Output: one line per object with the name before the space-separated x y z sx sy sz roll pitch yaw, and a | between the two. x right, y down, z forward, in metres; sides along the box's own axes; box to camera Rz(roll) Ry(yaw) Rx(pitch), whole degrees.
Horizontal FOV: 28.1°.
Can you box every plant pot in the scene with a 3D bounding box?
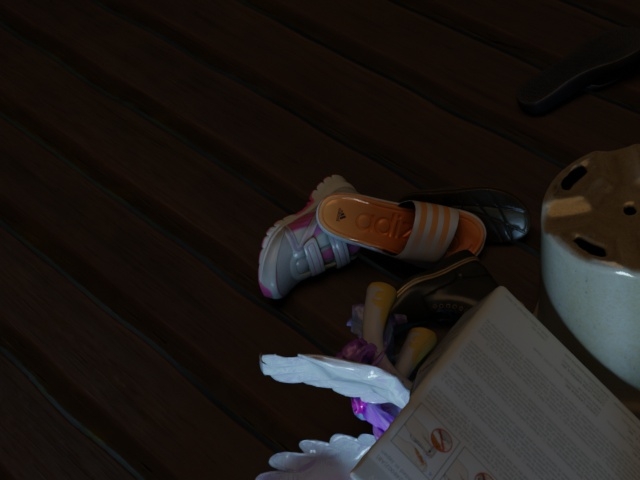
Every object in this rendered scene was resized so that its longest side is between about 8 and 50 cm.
plant pot | 0.421 0.051 1.698 0.333 0.305 0.334 -9 46 9

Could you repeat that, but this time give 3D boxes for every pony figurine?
pony figurine | 0.102 0.217 1.697 0.351 0.303 0.363 7 41 8

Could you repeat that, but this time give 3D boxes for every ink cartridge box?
ink cartridge box | 0.221 0.276 1.530 0.308 0.091 0.385 45 49 1

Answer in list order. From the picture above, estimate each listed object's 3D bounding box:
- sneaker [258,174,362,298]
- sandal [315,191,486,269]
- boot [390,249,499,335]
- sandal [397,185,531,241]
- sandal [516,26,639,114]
sneaker | 0.000 0.000 2.022 0.111 0.103 0.252 22 59 35
sandal | 0.123 -0.014 1.950 0.265 0.076 0.102 10 90 -2
boot | 0.189 0.107 1.888 0.198 0.077 0.137 -35 53 -13
sandal | 0.229 -0.048 2.023 0.219 0.090 0.060 1 21 30
sandal | 0.455 -0.288 2.187 0.254 0.054 0.097 -27 38 6
